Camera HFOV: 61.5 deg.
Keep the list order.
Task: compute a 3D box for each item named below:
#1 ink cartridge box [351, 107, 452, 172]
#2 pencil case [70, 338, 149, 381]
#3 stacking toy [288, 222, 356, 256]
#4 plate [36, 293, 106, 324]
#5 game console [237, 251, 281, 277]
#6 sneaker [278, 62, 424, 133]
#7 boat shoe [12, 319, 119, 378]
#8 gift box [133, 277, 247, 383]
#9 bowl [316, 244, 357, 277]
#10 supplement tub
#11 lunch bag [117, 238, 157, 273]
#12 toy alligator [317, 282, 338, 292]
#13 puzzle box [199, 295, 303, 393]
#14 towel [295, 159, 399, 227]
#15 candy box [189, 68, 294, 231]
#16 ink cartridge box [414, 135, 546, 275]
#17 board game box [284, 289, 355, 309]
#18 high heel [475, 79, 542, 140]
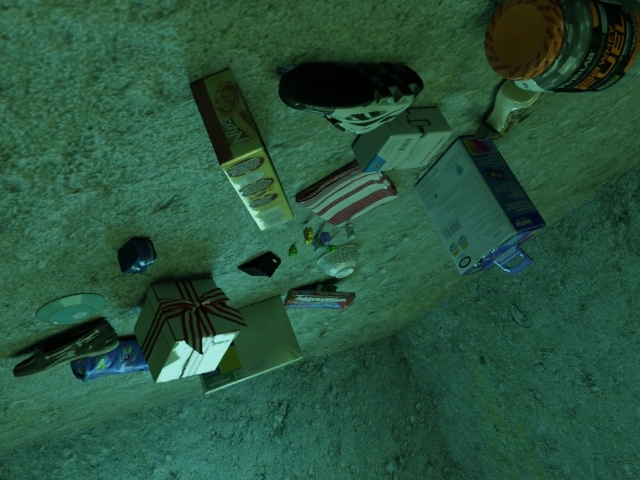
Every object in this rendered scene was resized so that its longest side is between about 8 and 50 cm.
[{"bbox_3d":[0.204,-0.252,1.350,0.203,0.086,0.148,-11,155,-32],"label":"ink cartridge box"},{"bbox_3d":[-0.730,0.425,1.930,0.119,0.133,0.306,-9,173,43],"label":"pencil case"},{"bbox_3d":[0.000,0.000,1.773,0.166,0.052,0.221,-6,165,-22],"label":"stacking toy"},{"bbox_3d":[-0.722,0.207,1.566,0.188,0.024,0.188,-21,158,-9],"label":"plate"},{"bbox_3d":[-0.204,0.082,1.823,0.107,0.071,0.122,-54,159,-4],"label":"game console"},{"bbox_3d":[0.053,-0.272,1.098,0.330,0.123,0.146,-9,153,-32],"label":"sneaker"},{"bbox_3d":[-0.820,0.341,1.719,0.334,0.096,0.112,-17,-166,-7],"label":"boat shoe"},{"bbox_3d":[-0.406,0.283,1.696,0.255,0.276,0.258,-9,140,-45],"label":"gift box"},{"bbox_3d":[0.078,0.091,2.043,0.170,0.080,0.170,-20,158,-9],"label":"bowl"},{"bbox_3d":[0.517,-0.416,1.122,0.337,0.207,0.207,-10,155,-32],"label":"supplement tub"},{"bbox_3d":[-0.469,0.044,1.379,0.098,0.067,0.065,-35,156,30],"label":"lunch bag"},{"bbox_3d":[0.022,0.211,2.319,0.051,0.056,0.189,15,174,35],"label":"toy alligator"},{"bbox_3d":[-0.305,0.409,2.139,0.408,0.272,0.052,-17,162,-15],"label":"puzzle box"},{"bbox_3d":[0.092,-0.130,1.597,0.236,0.037,0.329,-29,159,15],"label":"towel"},{"bbox_3d":[-0.145,-0.162,1.068,0.087,0.183,0.316,-23,159,-2],"label":"candy box"},{"bbox_3d":[0.483,-0.078,1.624,0.151,0.396,0.270,-11,156,-30],"label":"ink cartridge box"},{"bbox_3d":[-0.004,0.253,2.290,0.280,0.027,0.145,4,150,-13],"label":"board game box"},{"bbox_3d":[0.527,-0.377,1.440,0.261,0.093,0.186,-49,168,31],"label":"high heel"}]
